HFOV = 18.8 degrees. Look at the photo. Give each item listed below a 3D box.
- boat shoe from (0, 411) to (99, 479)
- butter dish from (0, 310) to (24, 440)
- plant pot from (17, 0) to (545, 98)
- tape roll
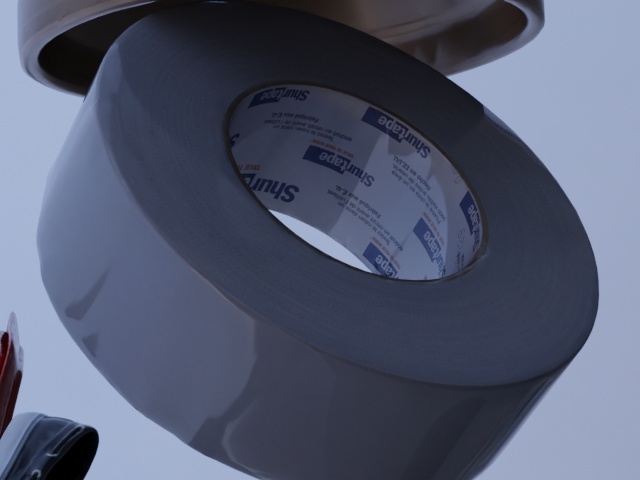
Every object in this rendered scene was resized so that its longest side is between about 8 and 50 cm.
[{"bbox_3d":[-0.140,0.131,0.907,0.142,0.040,0.049,-74,-18,-52],"label":"boat shoe"},{"bbox_3d":[-0.305,0.131,1.543,0.160,0.118,0.160,-136,60,-79],"label":"butter dish"},{"bbox_3d":[-0.021,-0.137,0.877,0.237,0.237,0.110,9,-107,-58],"label":"plant pot"},{"bbox_3d":[0.000,0.000,0.775,0.219,0.219,0.072,-27,-27,-50],"label":"tape roll"}]
